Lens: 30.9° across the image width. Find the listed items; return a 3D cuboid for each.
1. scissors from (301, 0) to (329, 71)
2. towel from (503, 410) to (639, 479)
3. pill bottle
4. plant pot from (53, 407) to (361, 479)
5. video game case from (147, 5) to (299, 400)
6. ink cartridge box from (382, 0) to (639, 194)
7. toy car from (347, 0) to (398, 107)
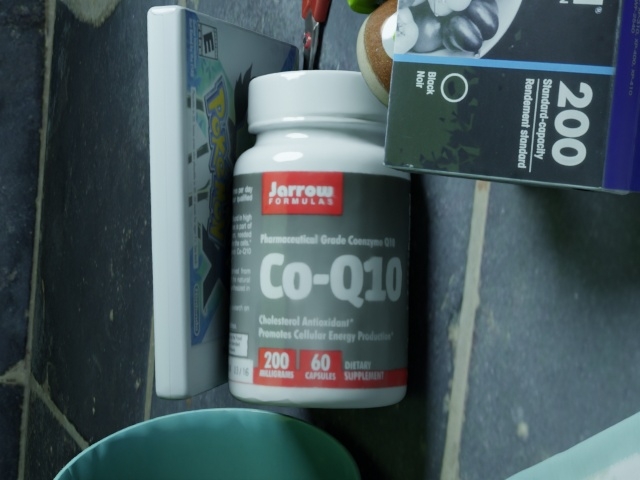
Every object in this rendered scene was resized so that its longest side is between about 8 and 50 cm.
[{"bbox_3d":[-0.010,-0.232,1.234,0.109,0.021,0.297,44,128,53],"label":"scissors"},{"bbox_3d":[0.203,0.258,0.637,0.374,0.090,0.321,130,144,-56],"label":"towel"},{"bbox_3d":[0.000,0.000,1.027,0.161,0.161,0.283,-3,85,64],"label":"pill bottle"},{"bbox_3d":[-0.100,0.333,1.092,0.293,0.292,0.235,-141,42,-58],"label":"plant pot"},{"bbox_3d":[-0.080,-0.037,1.097,0.300,0.036,0.329,-8,-83,-72],"label":"video game case"},{"bbox_3d":[0.149,-0.136,0.736,0.208,0.045,0.206,7,96,23],"label":"ink cartridge box"},{"bbox_3d":[0.130,-0.161,0.820,0.188,0.148,0.155,-31,72,46],"label":"toy car"}]
